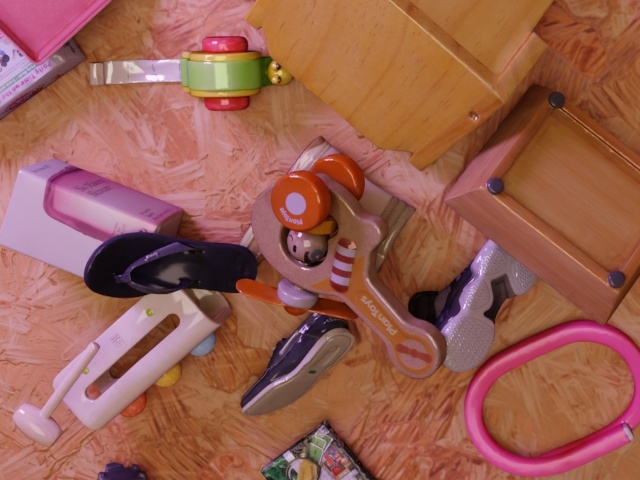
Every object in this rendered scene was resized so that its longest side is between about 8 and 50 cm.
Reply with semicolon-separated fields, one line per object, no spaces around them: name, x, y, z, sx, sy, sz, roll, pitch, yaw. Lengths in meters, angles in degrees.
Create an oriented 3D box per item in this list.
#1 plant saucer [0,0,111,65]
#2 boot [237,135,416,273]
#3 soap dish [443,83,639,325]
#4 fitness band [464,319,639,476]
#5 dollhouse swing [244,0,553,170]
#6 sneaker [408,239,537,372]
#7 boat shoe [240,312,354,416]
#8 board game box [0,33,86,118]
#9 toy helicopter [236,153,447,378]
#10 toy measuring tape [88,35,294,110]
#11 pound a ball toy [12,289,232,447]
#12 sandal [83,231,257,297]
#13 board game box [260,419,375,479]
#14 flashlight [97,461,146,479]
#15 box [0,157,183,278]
plant saucer;-0.423;-0.424;1.770;0.258;0.048;0.259;45;70;-8
boot;0.000;0.000;1.828;0.203;0.095;0.262;36;102;-1
soap dish;0.358;-0.058;1.699;0.291;0.118;0.229;38;76;1
fitness band;0.362;0.243;1.834;0.291;0.054;0.209;-27;95;13
dollhouse swing;0.146;-0.362;1.725;0.347;0.305;0.315;39;145;-8
sneaker;0.220;0.072;1.796;0.101;0.153;0.268;42;69;-24
boat shoe;-0.044;0.194;1.892;0.233;0.084;0.079;-45;53;21
board game box;-0.544;-0.344;1.845;0.224;0.097;0.303;-32;94;14
toy helicopter;0.033;0.065;1.712;0.355;0.140;0.235;47;121;7
toy measuring tape;-0.204;-0.250;1.798;0.330;0.121;0.121;1;101;10
pound a ball toy;-0.296;0.198;1.856;0.319;0.208;0.135;-42;92;14
sandal;-0.216;0.038;1.751;0.255;0.054;0.097;-3;108;-13
board game box;0.038;0.426;1.910;0.136;0.030;0.259;-40;92;13
flashlight;-0.316;0.529;1.980;0.103;0.103;0.304;2;102;10
box;-0.351;-0.023;1.850;0.232;0.148;0.126;22;104;4
